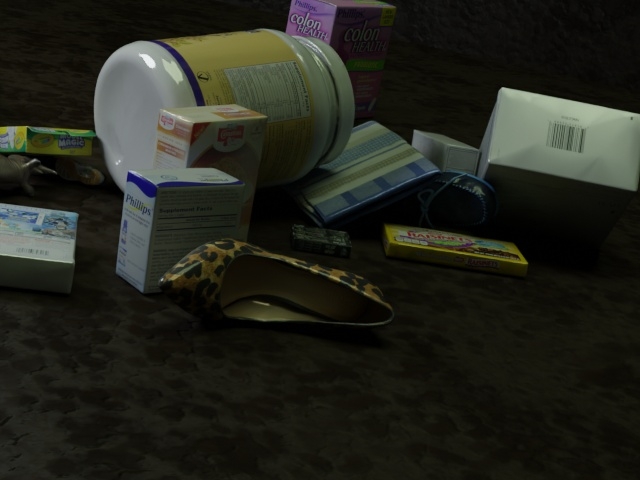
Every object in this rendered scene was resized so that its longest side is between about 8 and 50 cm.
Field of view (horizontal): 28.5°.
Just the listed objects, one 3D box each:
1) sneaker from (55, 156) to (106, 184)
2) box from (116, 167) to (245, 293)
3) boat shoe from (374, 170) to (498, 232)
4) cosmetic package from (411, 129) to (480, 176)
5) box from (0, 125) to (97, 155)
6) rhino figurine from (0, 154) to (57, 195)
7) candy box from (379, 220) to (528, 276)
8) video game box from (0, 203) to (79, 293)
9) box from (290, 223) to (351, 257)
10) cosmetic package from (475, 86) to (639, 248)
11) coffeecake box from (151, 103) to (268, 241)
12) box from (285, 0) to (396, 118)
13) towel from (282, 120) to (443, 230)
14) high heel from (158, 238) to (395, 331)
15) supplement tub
[{"bbox_3d":[-0.356,-0.100,1.870,0.083,0.032,0.037,24,8,23],"label":"sneaker"},{"bbox_3d":[-0.170,-0.014,1.525,0.126,0.137,0.072,-4,22,-38],"label":"box"},{"bbox_3d":[0.149,-0.053,1.933,0.258,0.109,0.089,3,20,41],"label":"boat shoe"},{"bbox_3d":[0.199,-0.120,2.079,0.060,0.099,0.239,10,9,-10],"label":"cosmetic package"},{"bbox_3d":[-0.411,-0.147,1.872,0.105,0.043,0.179,1,1,-33],"label":"box"},{"bbox_3d":[-0.482,-0.107,1.740,0.243,0.073,0.106,9,11,-30],"label":"rhino figurine"},{"bbox_3d":[0.192,0.012,1.839,0.206,0.027,0.105,9,15,-7],"label":"candy box"},{"bbox_3d":[-0.395,0.001,1.498,0.205,0.048,0.187,7,20,-11],"label":"video game box"},{"bbox_3d":[0.000,0.000,1.777,0.083,0.018,0.067,8,18,-7],"label":"box"},{"bbox_3d":[0.359,-0.106,1.954,0.224,0.138,0.225,11,-22,2],"label":"cosmetic package"},{"bbox_3d":[-0.153,-0.080,1.660,0.068,0.185,0.142,23,22,35],"label":"coffeecake box"},{"bbox_3d":[0.029,-0.376,2.586,0.117,0.243,0.213,22,20,33],"label":"box"},{"bbox_3d":[0.047,-0.103,1.953,0.209,0.034,0.285,-25,26,-9],"label":"towel"},{"bbox_3d":[-0.043,0.061,1.433,0.186,0.093,0.261,16,8,36],"label":"high heel"},{"bbox_3d":[-0.138,-0.187,1.860,0.331,0.241,0.241,-14,29,-39],"label":"supplement tub"}]
